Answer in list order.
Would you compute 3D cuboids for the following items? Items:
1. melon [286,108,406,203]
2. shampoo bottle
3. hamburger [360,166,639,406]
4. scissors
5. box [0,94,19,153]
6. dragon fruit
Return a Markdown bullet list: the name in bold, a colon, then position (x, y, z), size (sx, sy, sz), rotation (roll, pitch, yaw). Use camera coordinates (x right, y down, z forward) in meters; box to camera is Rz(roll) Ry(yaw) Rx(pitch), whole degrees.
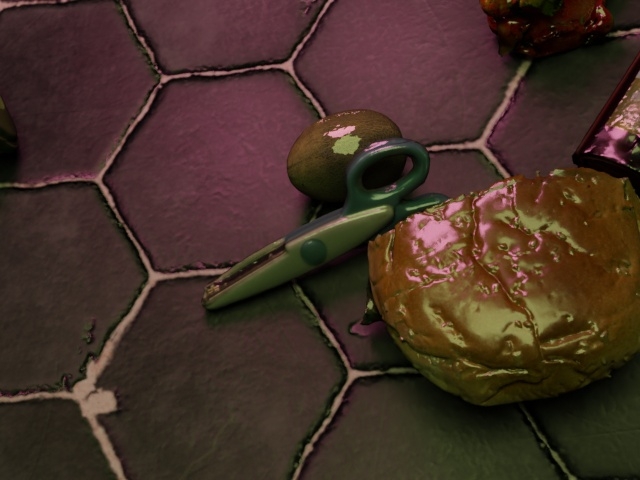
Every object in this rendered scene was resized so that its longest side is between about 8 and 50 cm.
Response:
- **melon**: position (0.028, -0.089, 1.353), size (0.130, 0.098, 0.098), rotation (-12, 64, -3)
- **shampoo bottle**: position (0.398, -0.182, 1.341), size (0.129, 0.084, 0.323), rotation (28, 72, 27)
- **hamburger**: position (0.191, 0.061, 1.239), size (0.309, 0.132, 0.211), rotation (-12, 62, 2)
- **scissors**: position (0.000, 0.000, 1.326), size (0.289, 0.138, 0.041), rotation (-28, 30, 9)
- **box**: position (-0.510, -0.217, 1.433), size (0.178, 0.253, 0.329), rotation (-34, 63, 8)
- **dragon fruit**: position (0.246, -0.261, 1.399), size (0.138, 0.175, 0.142), rotation (31, 104, 31)
